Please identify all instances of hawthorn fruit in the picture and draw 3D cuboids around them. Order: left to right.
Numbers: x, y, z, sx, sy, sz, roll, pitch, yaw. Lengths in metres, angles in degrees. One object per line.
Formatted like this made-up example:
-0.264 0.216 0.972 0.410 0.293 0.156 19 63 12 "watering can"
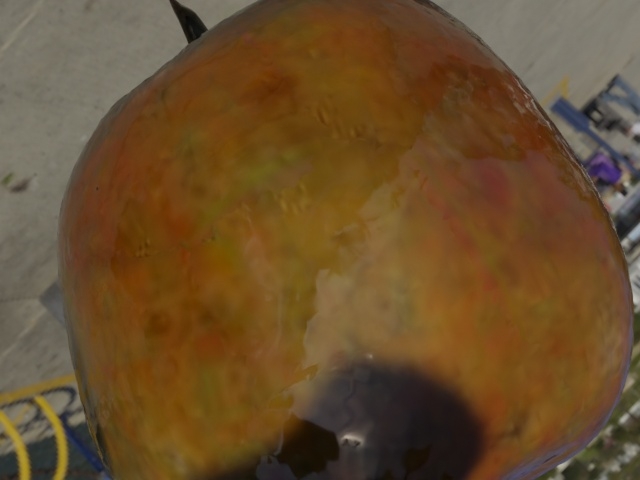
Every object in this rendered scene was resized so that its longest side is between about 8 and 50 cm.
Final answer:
0.000 0.000 0.492 0.268 0.300 0.268 -25 177 -1 "hawthorn fruit"
